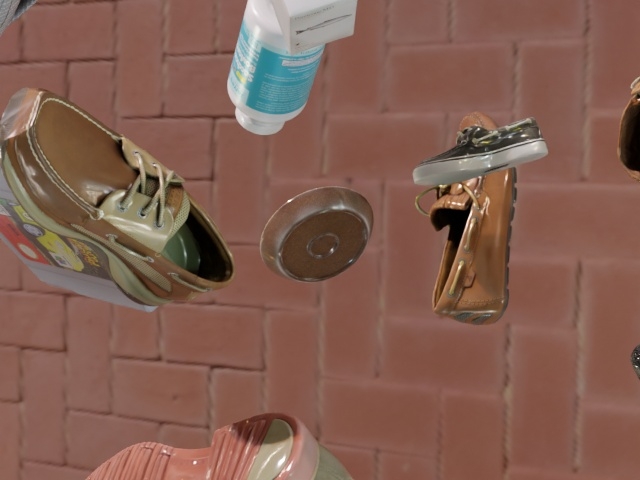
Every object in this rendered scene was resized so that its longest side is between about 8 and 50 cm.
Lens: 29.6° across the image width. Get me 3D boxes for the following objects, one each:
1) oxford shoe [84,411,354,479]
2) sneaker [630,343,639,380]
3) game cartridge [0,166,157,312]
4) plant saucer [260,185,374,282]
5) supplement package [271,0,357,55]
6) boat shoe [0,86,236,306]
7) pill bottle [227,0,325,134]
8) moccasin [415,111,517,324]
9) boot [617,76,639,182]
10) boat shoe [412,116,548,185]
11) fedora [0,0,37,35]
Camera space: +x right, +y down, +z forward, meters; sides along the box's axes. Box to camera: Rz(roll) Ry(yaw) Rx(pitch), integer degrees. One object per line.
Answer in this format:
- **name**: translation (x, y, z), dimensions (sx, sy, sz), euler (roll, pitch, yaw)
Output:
- **oxford shoe**: translation (-0.130, 0.296, 1.272), dimensions (0.397, 0.146, 0.141), euler (-18, 41, 39)
- **sneaker**: translation (0.588, 0.234, 1.837), dimensions (0.227, 0.130, 0.087), euler (15, 57, 40)
- **game cartridge**: translation (-0.295, -0.022, 1.353), dimensions (0.196, 0.294, 0.060), euler (8, 59, 29)
- **plant saucer**: translation (0.000, 0.000, 1.673), dimensions (0.168, 0.168, 0.029), euler (-47, 42, 20)
- **supplement package**: translation (-0.013, -0.354, 1.747), dimensions (0.105, 0.179, 0.105), euler (-19, 82, -3)
- **boat shoe**: translation (-0.184, -0.041, 1.190), dimensions (0.119, 0.324, 0.123), euler (-1, 62, 26)
- **pill bottle**: translation (-0.078, -0.304, 2.088), dimensions (0.146, 0.146, 0.264), euler (45, 142, 20)
- **moccasin**: translation (0.241, -0.045, 2.029), dimensions (0.146, 0.139, 0.380), euler (11, 71, -10)
- **boot**: translation (0.326, -0.182, 0.911), dimensions (0.109, 0.220, 0.283), euler (45, 151, 22)
- **boat shoe**: translation (0.234, -0.135, 1.822), dimensions (0.219, 0.078, 0.070), euler (-14, 80, -18)
- **fedora**: translation (-0.237, -0.180, 0.662), dimensions (0.275, 0.243, 0.124), euler (-47, 44, 28)
